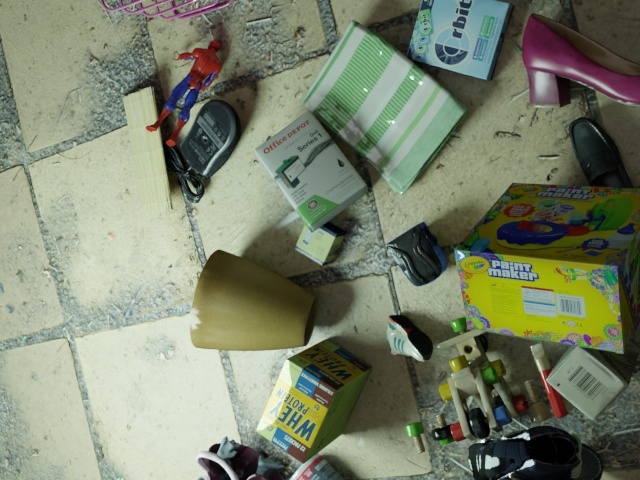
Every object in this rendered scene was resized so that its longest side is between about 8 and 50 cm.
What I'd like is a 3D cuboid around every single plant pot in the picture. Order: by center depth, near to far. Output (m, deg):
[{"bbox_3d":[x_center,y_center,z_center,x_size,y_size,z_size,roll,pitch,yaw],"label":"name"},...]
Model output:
[{"bbox_3d":[-0.143,0.162,1.883,0.254,0.237,0.237,12,102,11],"label":"plant pot"}]

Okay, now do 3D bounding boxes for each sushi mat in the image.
[{"bbox_3d":[-0.439,-0.225,2.053,0.151,0.019,0.317,-6,94,52],"label":"sushi mat"}]

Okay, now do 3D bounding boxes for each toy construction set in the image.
[{"bbox_3d":[0.336,0.259,1.620,0.308,0.257,0.237,-28,75,46],"label":"toy construction set"}]

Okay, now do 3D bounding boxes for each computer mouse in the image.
[{"bbox_3d":[-0.275,-0.239,1.975,0.272,0.072,0.188,-44,75,35],"label":"computer mouse"}]

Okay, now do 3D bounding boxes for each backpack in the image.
[{"bbox_3d":[0.219,0.030,1.738,0.098,0.101,0.120,-35,85,28],"label":"backpack"}]

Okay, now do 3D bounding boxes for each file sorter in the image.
[{"bbox_3d":[-0.354,-0.613,1.840,0.202,0.290,0.182,-8,96,27],"label":"file sorter"}]

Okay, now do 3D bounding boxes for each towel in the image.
[{"bbox_3d":[0.128,-0.290,1.759,0.325,0.038,0.248,44,122,15],"label":"towel"}]

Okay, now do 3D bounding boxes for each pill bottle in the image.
[{"bbox_3d":[0.020,0.600,1.906,0.180,0.108,0.108,40,112,16],"label":"pill bottle"}]

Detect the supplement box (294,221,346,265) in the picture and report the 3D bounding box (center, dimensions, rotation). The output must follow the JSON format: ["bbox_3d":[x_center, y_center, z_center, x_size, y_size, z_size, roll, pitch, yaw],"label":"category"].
[{"bbox_3d":[0.000,0.000,1.868,0.083,0.056,0.083,31,109,21],"label":"supplement box"}]

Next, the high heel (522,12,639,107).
[{"bbox_3d":[0.556,-0.344,1.500,0.377,0.127,0.181,2,108,30],"label":"high heel"}]

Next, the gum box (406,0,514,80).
[{"bbox_3d":[0.287,-0.431,1.678,0.184,0.041,0.157,22,106,24],"label":"gum box"}]

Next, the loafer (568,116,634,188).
[{"bbox_3d":[0.548,-0.139,1.563,0.076,0.078,0.223,-30,83,26],"label":"loafer"}]

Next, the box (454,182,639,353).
[{"bbox_3d":[0.444,0.037,1.481,0.289,0.279,0.177,6,122,35],"label":"box"}]

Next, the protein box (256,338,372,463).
[{"bbox_3d":[-0.012,0.359,1.838,0.136,0.201,0.200,29,108,20],"label":"protein box"}]

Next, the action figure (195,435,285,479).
[{"bbox_3d":[-0.244,0.680,1.971,0.248,0.275,0.370,34,96,13],"label":"action figure"}]

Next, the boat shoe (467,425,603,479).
[{"bbox_3d":[0.455,0.420,1.531,0.158,0.340,0.127,-36,54,49],"label":"boat shoe"}]

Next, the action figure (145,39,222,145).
[{"bbox_3d":[-0.328,-0.362,1.947,0.139,0.091,0.280,5,62,60],"label":"action figure"}]

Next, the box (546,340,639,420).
[{"bbox_3d":[0.516,0.231,1.515,0.113,0.275,0.094,41,112,14],"label":"box"}]

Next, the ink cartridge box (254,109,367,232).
[{"bbox_3d":[-0.022,-0.155,1.810,0.160,0.092,0.219,-37,79,-2],"label":"ink cartridge box"}]

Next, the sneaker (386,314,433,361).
[{"bbox_3d":[0.192,0.230,1.775,0.161,0.057,0.075,48,131,52],"label":"sneaker"}]
